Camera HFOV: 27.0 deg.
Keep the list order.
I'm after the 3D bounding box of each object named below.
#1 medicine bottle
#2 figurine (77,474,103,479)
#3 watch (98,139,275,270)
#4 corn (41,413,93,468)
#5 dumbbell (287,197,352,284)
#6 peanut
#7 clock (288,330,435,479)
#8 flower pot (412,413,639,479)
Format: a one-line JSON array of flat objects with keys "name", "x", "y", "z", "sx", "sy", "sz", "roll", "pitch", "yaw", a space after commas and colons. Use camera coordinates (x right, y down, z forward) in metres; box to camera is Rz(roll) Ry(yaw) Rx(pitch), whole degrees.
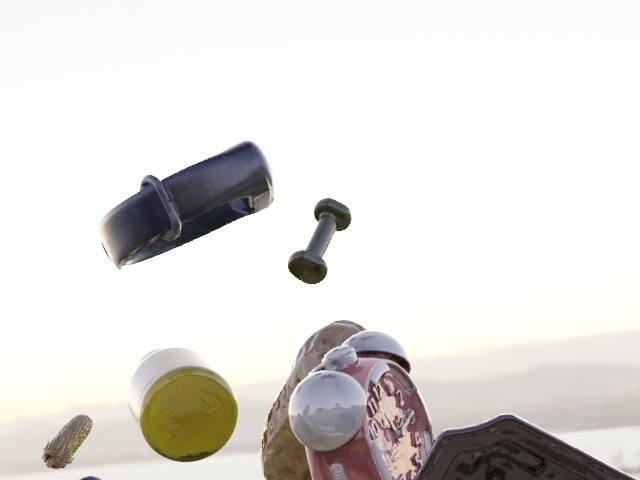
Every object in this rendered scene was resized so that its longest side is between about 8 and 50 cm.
[{"name": "medicine bottle", "x": -0.184, "y": 0.193, "z": 1.684, "sx": 0.122, "sy": 0.121, "sz": 0.212, "roll": -4, "pitch": 10, "yaw": -16}, {"name": "figurine", "x": -0.305, "y": 0.487, "z": 1.784, "sx": 0.205, "sy": 0.338, "sz": 0.283, "roll": 2, "pitch": -13, "yaw": 13}, {"name": "watch", "x": -0.140, "y": -0.033, "z": 1.384, "sx": 0.193, "sy": 0.068, "sz": 0.206, "roll": -26, "pitch": -4, "yaw": -5}, {"name": "corn", "x": -0.242, "y": 0.193, "z": 1.279, "sx": 0.028, "sy": 0.027, "sz": 0.083, "roll": 3, "pitch": 24, "yaw": 16}, {"name": "dumbbell", "x": 0.000, "y": 0.000, "z": 1.632, "sx": 0.052, "sy": 0.118, "sz": 0.046, "roll": 30, "pitch": -42, "yaw": -6}, {"name": "peanut", "x": -0.001, "y": 0.194, "z": 1.507, "sx": 0.108, "sy": 0.226, "sz": 0.095, "roll": 37, "pitch": 18, "yaw": 29}, {"name": "clock", "x": 0.033, "y": 0.167, "z": 1.132, "sx": 0.093, "sy": 0.162, "sz": 0.166, "roll": -13, "pitch": 10, "yaw": 27}, {"name": "flower pot", "x": 0.169, "y": 0.226, "z": 0.962, "sx": 0.251, "sy": 0.178, "sz": 0.084, "roll": 27, "pitch": 11, "yaw": -3}]
